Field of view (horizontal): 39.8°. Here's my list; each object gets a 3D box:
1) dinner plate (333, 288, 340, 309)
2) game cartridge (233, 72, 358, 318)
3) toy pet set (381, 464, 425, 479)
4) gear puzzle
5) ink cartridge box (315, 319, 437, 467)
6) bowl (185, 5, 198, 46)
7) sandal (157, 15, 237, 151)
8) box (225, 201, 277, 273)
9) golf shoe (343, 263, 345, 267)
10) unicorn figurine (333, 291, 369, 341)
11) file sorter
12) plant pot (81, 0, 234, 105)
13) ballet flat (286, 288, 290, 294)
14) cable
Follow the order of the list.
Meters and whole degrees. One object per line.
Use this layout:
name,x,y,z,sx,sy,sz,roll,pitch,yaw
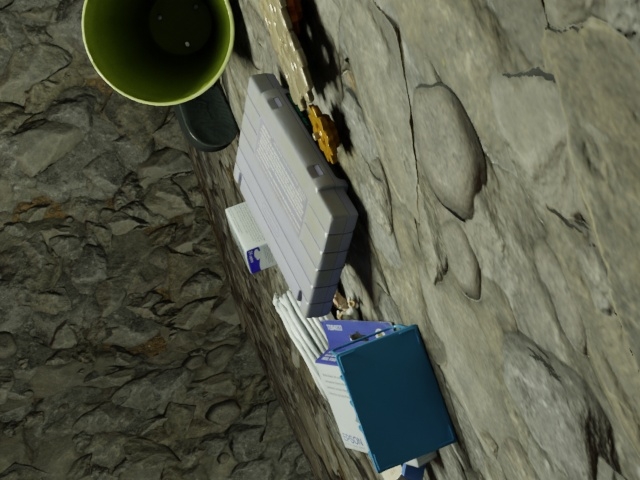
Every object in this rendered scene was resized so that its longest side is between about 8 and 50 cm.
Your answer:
dinner plate,0.002,0.067,1.636,0.141,0.017,0.141,53,171,12
game cartridge,-0.047,-0.080,1.416,0.355,0.068,0.230,61,145,38
toy pet set,0.159,0.386,1.452,0.114,0.065,0.122,36,-171,-27
gear puzzle,-0.031,-0.267,1.199,0.175,0.044,0.339,-175,65,-82
ink cartridge box,0.074,0.239,1.413,0.223,0.045,0.224,-8,102,61
bowl,-0.298,-0.510,1.962,0.170,0.080,0.170,159,90,-80
sandal,-0.315,-0.424,2.091,0.446,0.167,0.107,61,145,8
box,-0.095,-0.021,1.691,0.072,0.137,0.126,80,165,-48
golf shoe,0.000,0.000,1.513,0.176,0.069,0.086,-162,69,-69
unicorn figurine,0.062,0.167,1.504,0.111,0.060,0.162,79,-178,-69
file sorter,0.096,0.214,1.240,0.104,0.118,0.170,174,76,-82
plant pot,-0.290,-0.419,1.726,0.293,0.274,0.275,-88,-18,-74
ballet flat,-0.033,0.137,1.837,0.241,0.077,0.091,83,164,-48
cable,0.007,0.203,1.663,0.257,0.089,0.257,62,176,-6
